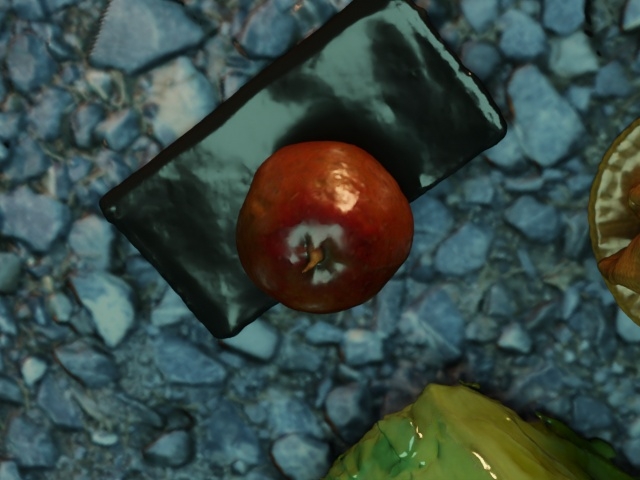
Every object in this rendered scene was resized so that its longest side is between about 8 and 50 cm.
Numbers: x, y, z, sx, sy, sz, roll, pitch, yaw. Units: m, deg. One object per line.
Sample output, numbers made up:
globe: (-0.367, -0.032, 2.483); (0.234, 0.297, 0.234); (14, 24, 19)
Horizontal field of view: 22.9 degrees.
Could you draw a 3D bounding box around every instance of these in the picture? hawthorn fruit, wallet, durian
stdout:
hawthorn fruit: (0.004, -0.001, 1.093); (0.125, 0.140, 0.125); (-12, 135, -13)
wallet: (-0.013, -0.055, 1.152); (0.285, 0.030, 0.146); (-37, 97, 17)
durian: (0.116, 0.237, 1.156); (0.339, 0.204, 0.256); (-42, 84, 28)

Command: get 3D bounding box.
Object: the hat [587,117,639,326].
hat: (0.296, 0.040, 1.028); (0.233, 0.233, 0.244); (-10, 106, 13)
